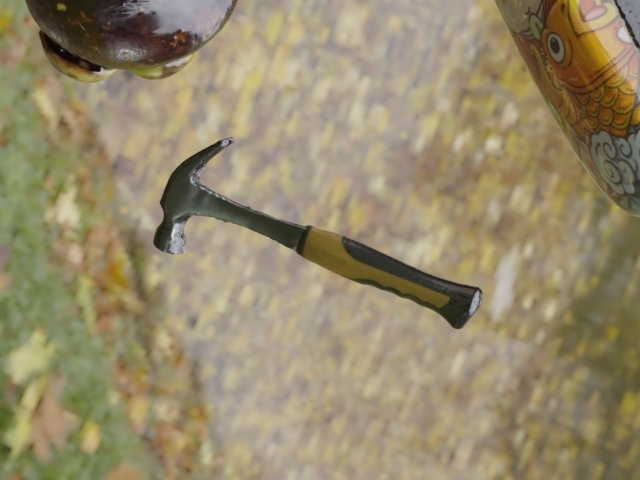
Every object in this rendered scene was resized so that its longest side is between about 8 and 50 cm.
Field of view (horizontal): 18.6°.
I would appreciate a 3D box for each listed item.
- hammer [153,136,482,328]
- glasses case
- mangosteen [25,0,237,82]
[{"bbox_3d":[0.000,0.000,1.135,0.021,0.201,0.078,-31,139,-68],"label":"hammer"},{"bbox_3d":[0.172,-0.167,1.345,0.082,0.321,0.122,-22,168,-10],"label":"glasses case"},{"bbox_3d":[-0.161,-0.216,1.693,0.192,0.192,0.217,-55,159,-30],"label":"mangosteen"}]
